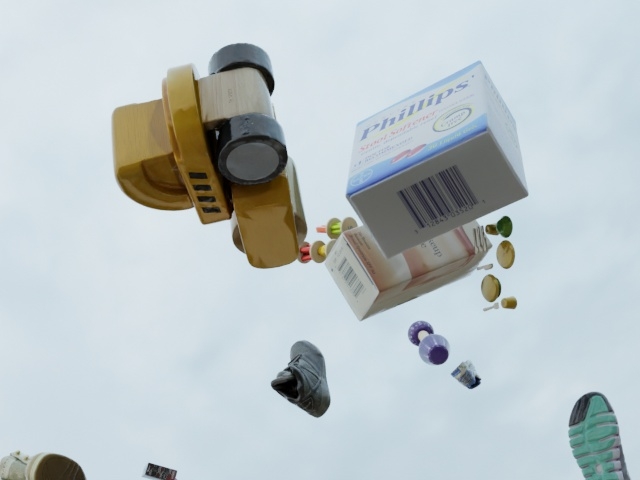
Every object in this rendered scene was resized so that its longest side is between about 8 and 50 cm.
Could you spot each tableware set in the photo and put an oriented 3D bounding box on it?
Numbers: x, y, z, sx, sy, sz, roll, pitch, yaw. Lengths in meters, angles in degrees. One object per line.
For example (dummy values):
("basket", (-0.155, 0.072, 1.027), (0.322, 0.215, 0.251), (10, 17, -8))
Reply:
("tableware set", (0.298, 0.040, 1.637), (0.024, 0.154, 0.104), (-1, -11, -27))

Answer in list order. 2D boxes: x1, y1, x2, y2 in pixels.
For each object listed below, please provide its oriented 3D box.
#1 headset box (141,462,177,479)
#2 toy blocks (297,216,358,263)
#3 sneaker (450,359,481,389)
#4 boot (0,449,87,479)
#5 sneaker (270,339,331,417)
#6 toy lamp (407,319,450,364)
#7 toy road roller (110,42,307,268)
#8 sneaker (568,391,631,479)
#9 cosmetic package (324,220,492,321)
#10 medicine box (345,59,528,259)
("headset box", (-0.392, 0.574, 2.421), (0.083, 0.032, 0.062), (20, -24, -12))
("toy blocks", (0.000, 0.000, 2.213), (0.054, 0.148, 0.123), (51, -123, -28))
("sneaker", (0.315, 0.293, 2.107), (0.052, 0.058, 0.135), (-47, -15, 10))
("boot", (-0.431, 0.363, 1.504), (0.077, 0.165, 0.213), (-63, -28, -24))
("sneaker", (-0.055, 0.303, 2.313), (0.130, 0.227, 0.087), (32, -62, -31))
("toy lamp", (0.266, 0.253, 2.423), (0.080, 0.080, 0.274), (-31, 7, -1))
("toy road roller", (-0.161, -0.108, 1.426), (0.241, 0.202, 0.329), (-12, -38, 1))
("sneaker", (0.463, 0.362, 1.608), (0.083, 0.223, 0.098), (-18, -34, 28))
("cosmetic package", (0.179, 0.029, 1.995), (0.296, 0.153, 0.129), (-21, -23, -30))
("medicine box", (0.197, -0.143, 1.698), (0.264, 0.289, 0.149), (-26, -64, 20))
